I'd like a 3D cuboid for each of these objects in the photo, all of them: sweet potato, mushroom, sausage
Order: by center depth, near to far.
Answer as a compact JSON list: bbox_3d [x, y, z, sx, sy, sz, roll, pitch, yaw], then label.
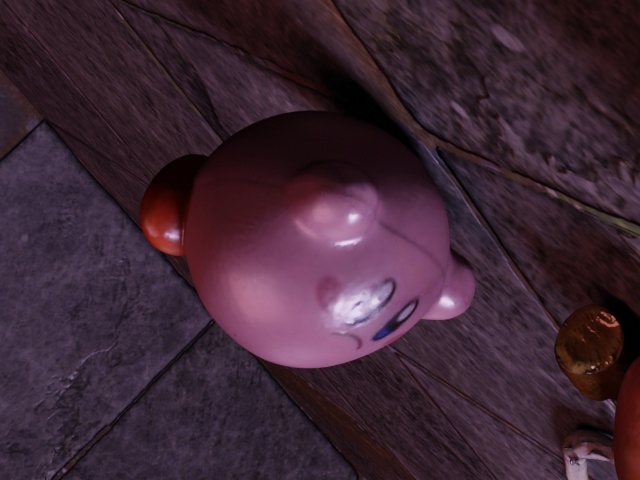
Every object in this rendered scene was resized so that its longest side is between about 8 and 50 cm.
[{"bbox_3d":[0.204,0.112,0.886,0.077,0.077,0.194,41,168,21],"label":"sausage"},{"bbox_3d":[0.173,0.078,0.942,0.049,0.049,0.117,38,172,33],"label":"sweet potato"},{"bbox_3d":[0.221,0.191,1.252,0.068,0.043,0.306,22,161,21],"label":"mushroom"}]

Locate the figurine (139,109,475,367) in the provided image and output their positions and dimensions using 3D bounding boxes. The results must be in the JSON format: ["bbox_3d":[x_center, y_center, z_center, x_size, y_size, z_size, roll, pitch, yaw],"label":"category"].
[{"bbox_3d":[0.000,0.000,0.984,0.173,0.173,0.173,43,170,9],"label":"figurine"}]
